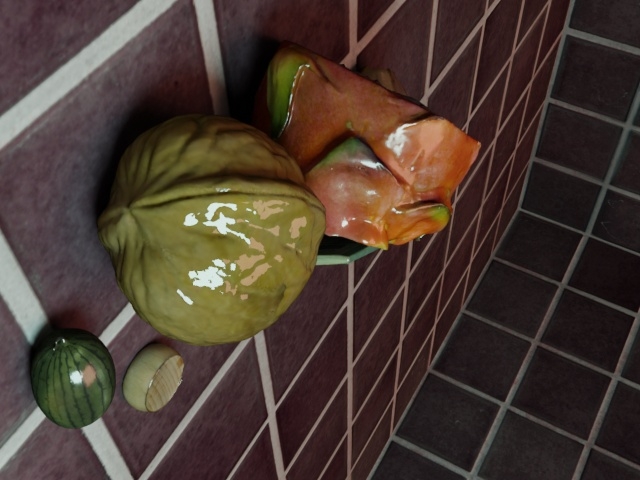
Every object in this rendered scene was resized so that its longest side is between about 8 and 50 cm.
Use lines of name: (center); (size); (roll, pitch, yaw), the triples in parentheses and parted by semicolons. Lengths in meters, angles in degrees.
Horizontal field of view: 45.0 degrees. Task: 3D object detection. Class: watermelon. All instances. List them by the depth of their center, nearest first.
watermelon: (-0.236, 0.129, 0.737); (0.078, 0.078, 0.110); (-42, 147, -49)

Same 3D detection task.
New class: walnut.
walnut: (-0.107, -0.011, 0.743); (0.228, 0.228, 0.228); (-52, 156, -35)

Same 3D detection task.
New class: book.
book: (0.000, 0.000, 1.031); (0.283, 0.215, 0.025); (-20, 106, -61)

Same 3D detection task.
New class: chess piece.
chess piece: (-0.200, 0.165, 0.930); (0.083, 0.038, 0.083); (-50, 152, -39)

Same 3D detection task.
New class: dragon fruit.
dragon fruit: (0.039, -0.095, 0.912); (0.189, 0.291, 0.291); (-64, 161, 12)

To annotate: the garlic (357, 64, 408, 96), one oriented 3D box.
garlic: (0.061, -0.151, 1.172); (0.115, 0.128, 0.206); (-13, 135, -37)
